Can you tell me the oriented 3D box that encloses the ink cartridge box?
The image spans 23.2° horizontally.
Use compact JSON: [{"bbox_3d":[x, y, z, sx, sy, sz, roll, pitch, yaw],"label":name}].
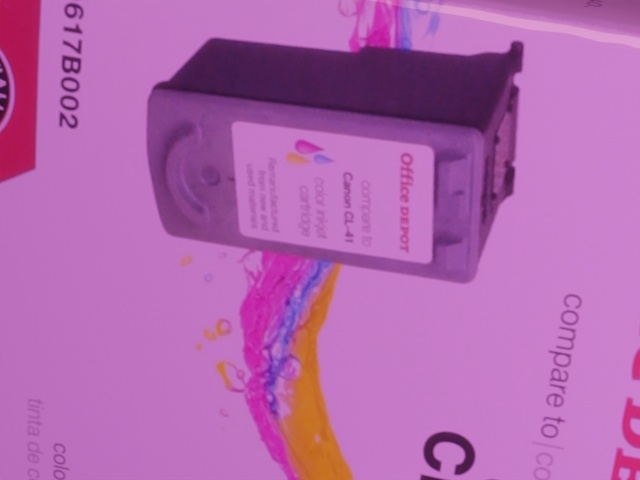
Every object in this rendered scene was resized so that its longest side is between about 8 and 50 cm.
[{"bbox_3d":[0.000,0.000,0.547,0.306,0.226,0.131,11,24,12],"label":"ink cartridge box"}]
